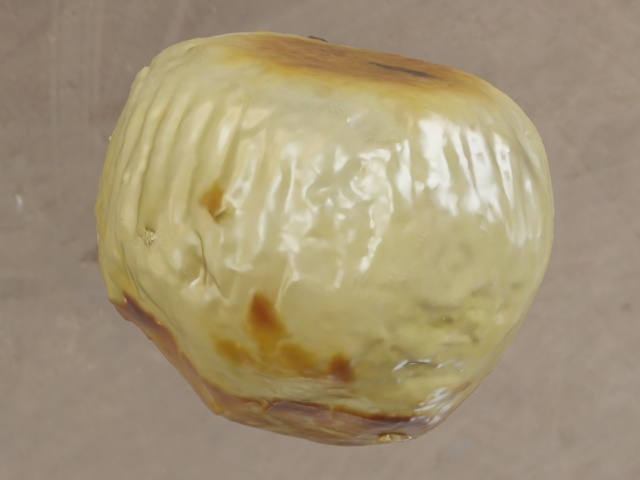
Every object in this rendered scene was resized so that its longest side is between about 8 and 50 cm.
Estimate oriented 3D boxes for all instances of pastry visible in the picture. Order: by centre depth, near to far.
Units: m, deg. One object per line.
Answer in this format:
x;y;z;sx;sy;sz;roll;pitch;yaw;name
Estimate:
0.000;0.000;1.201;0.388;0.388;0.313;2;104;-34;pastry
